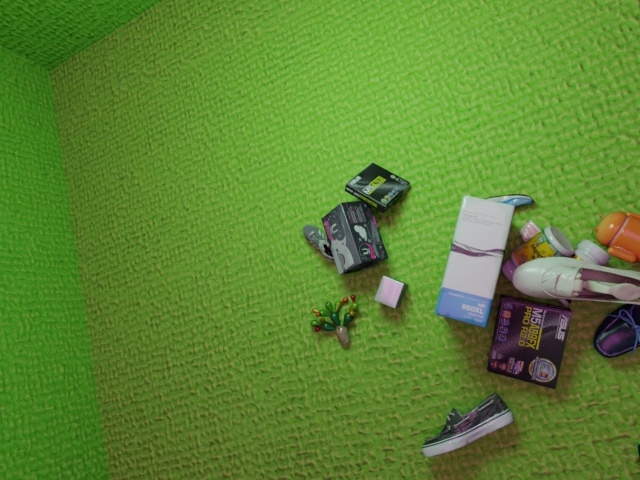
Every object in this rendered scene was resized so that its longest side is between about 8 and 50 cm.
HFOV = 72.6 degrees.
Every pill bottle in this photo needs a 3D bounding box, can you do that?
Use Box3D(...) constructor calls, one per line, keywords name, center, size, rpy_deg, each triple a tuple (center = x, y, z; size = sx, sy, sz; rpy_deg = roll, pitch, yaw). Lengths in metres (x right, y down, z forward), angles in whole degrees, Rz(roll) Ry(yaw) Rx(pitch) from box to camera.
Box3D(name="pill bottle", center=(0.836, 0.105, 1.440), size=(0.119, 0.119, 0.208), rpy_deg=(44, 99, 20))
Box3D(name="pill bottle", center=(0.721, 0.056, 1.464), size=(0.208, 0.118, 0.117), rpy_deg=(-47, 67, 37))

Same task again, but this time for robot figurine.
Box3D(name="robot figurine", center=(0.991, -0.013, 1.394), size=(0.220, 0.128, 0.157), rpy_deg=(31, 104, 21))

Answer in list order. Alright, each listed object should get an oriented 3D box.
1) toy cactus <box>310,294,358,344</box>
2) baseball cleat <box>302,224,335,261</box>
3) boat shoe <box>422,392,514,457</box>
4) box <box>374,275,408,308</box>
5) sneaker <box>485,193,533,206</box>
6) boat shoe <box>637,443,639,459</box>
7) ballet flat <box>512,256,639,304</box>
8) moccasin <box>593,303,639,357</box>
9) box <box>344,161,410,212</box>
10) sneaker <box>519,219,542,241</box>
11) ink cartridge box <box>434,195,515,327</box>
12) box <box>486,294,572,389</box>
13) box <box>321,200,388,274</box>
Box3D(name="toy cactus", center=(0.069, 0.323, 1.726), size=(0.219, 0.112, 0.180), rpy_deg=(-26, 84, 7))
Box3D(name="baseball cleat", center=(0.000, 0.000, 1.783), size=(0.206, 0.109, 0.072), rpy_deg=(43, 85, 16))
Box3D(name="boat shoe", center=(0.493, 0.639, 1.515), size=(0.336, 0.121, 0.119), rpy_deg=(-28, 66, 4))
Box3D(name="box", center=(0.269, 0.196, 1.656), size=(0.087, 0.102, 0.101), rpy_deg=(20, 91, 20))
Box3D(name="sneaker", center=(0.681, -0.129, 1.574), size=(0.162, 0.063, 0.073), rpy_deg=(-5, 99, 25))
Box3D(name="boat shoe", center=(1.018, 0.715, 1.315), size=(0.066, 0.066, 0.183), rpy_deg=(-6, 81, 19))
Box3D(name="ballet flat", center=(0.804, 0.128, 1.320), size=(0.401, 0.139, 0.139), rpy_deg=(6, 85, 7))
Box3D(name="moccasin", center=(1.003, 0.235, 1.358), size=(0.342, 0.117, 0.137), rpy_deg=(-47, 70, 9))
Box3D(name="box", center=(0.223, -0.210, 1.701), size=(0.184, 0.045, 0.191), rpy_deg=(35, 54, 20))
Box3D(name="sneaker", center=(0.755, -0.002, 1.525), size=(0.070, 0.051, 0.134), rpy_deg=(-43, 71, 18))
Box3D(name="ink cartridge box", center=(0.522, 0.076, 1.475), size=(0.167, 0.285, 0.394), rpy_deg=(13, 88, 21))
Box3D(name="box", center=(0.696, 0.336, 1.465), size=(0.217, 0.060, 0.269), rpy_deg=(11, 100, 23))
Box3D(name="box", center=(0.126, -0.010, 1.686), size=(0.163, 0.142, 0.247), rpy_deg=(-36, 66, 53))
